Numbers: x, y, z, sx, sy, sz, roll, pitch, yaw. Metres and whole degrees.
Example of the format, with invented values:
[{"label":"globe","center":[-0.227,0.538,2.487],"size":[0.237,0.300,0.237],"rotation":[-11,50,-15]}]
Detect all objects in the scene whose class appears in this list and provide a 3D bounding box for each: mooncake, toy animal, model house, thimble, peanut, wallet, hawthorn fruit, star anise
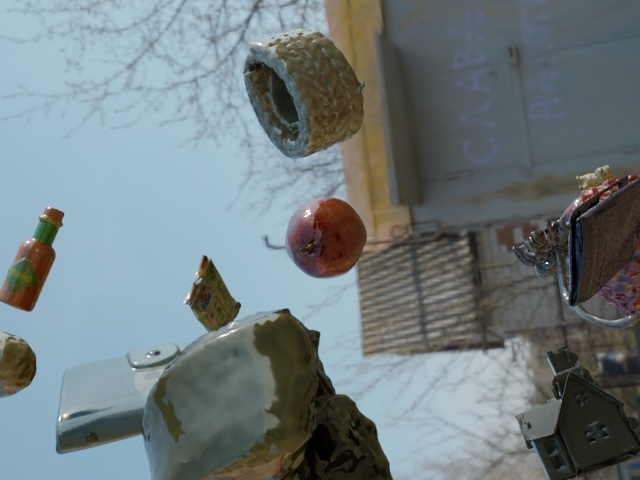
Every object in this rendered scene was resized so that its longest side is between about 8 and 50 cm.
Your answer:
[{"label":"mooncake","center":[-0.051,0.287,1.294],"size":[0.246,0.393,0.394],"rotation":[-107,31,-41]},{"label":"toy animal","center":[0.605,-0.129,1.990],"size":[0.081,0.083,0.060],"rotation":[47,-149,-43]},{"label":"model house","center":[0.489,0.335,1.801],"size":[0.211,0.204,0.243],"rotation":[53,-164,-66]},{"label":"thimble","center":[-0.032,-0.274,1.704],"size":[0.229,0.148,0.196],"rotation":[53,148,23]},{"label":"peanut","center":[-0.504,0.180,1.303],"size":[0.108,0.226,0.095],"rotation":[-35,-63,-58]},{"label":"wallet","center":[-0.294,0.262,1.639],"size":[0.252,0.360,0.083],"rotation":[-124,25,-65]},{"label":"wallet","center":[0.332,-0.001,1.058],"size":[0.166,0.030,0.111],"rotation":[-28,-60,-43]},{"label":"hawthorn fruit","center":[0.000,0.000,2.067],"size":[0.225,0.197,0.196],"rotation":[-34,-64,-68]},{"label":"star anise","center":[0.359,0.057,1.215],"size":[0.218,0.148,0.227],"rotation":[90,170,-58]}]

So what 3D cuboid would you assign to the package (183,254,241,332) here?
[{"label":"package","center":[-0.169,0.100,1.444],"size":[0.108,0.031,0.120],"rotation":[-76,-33,-45]}]

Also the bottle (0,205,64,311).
[{"label":"bottle","center":[-0.502,0.030,1.605],"size":[0.187,0.069,0.069],"rotation":[-69,-18,-6]}]

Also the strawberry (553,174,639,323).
[{"label":"strawberry","center":[0.534,0.029,1.467],"size":[0.292,0.344,0.292],"rotation":[-169,90,-87]}]
